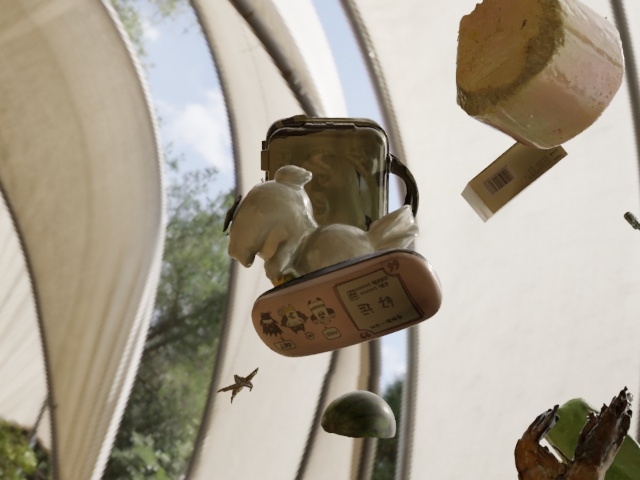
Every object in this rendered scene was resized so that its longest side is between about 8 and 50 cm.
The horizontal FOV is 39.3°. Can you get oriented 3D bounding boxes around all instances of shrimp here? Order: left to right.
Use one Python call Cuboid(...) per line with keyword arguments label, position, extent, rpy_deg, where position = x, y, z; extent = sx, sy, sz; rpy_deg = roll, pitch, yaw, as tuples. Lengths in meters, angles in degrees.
Cuboid(label="shrimp", position=(0.465, 0.374, 1.660), extent=(0.178, 0.289, 0.075), rpy_deg=(19, -24, 37))

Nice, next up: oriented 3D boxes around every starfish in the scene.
Cuboid(label="starfish", position=(-0.131, 0.244, 1.533), extent=(0.092, 0.086, 0.016), rpy_deg=(6, -52, 61))

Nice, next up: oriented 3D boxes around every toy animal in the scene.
Cuboid(label="toy animal", position=(-0.003, 0.007, 1.584), extent=(0.309, 0.247, 0.183), rpy_deg=(22, -22, 11))

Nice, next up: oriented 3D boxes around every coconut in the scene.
Cuboid(label="coconut", position=(0.426, -0.332, 1.739), extent=(0.309, 0.298, 0.297), rpy_deg=(21, -5, -39))

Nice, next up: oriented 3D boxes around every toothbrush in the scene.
Cuboid(label="toothbrush", position=(0.487, 0.002, 1.307), extent=(0.219, 0.016, 0.019), rpy_deg=(30, 24, -48))

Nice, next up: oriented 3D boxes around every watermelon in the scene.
Cuboid(label="watermelon", position=(0.118, 0.496, 2.573), extent=(0.232, 0.127, 0.204), rpy_deg=(3, 5, -28))

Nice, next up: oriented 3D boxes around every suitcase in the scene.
Cuboid(label="suitcase", position=(0.042, -0.094, 1.925), extent=(0.194, 0.339, 0.352), rpy_deg=(-96, -174, -75))

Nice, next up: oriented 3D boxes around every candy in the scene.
Cuboid(label="candy", position=(0.586, 0.462, 1.770), extent=(0.343, 0.142, 0.132), rpy_deg=(48, -7, 35))

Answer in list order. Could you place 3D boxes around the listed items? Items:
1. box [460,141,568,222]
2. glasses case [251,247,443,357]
Cuboid(label="box", position=(0.427, -0.146, 1.991), extent=(0.095, 0.212, 0.168), rpy_deg=(51, -1, 9))
Cuboid(label="glasses case", position=(0.034, 0.097, 1.339), extent=(0.314, 0.075, 0.122), rpy_deg=(-19, -64, 28))
